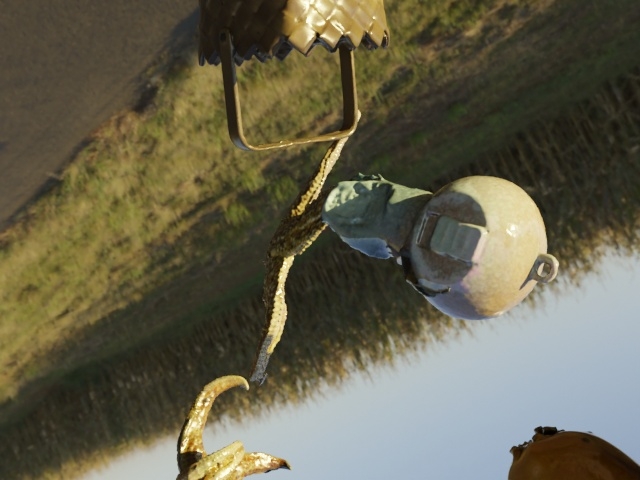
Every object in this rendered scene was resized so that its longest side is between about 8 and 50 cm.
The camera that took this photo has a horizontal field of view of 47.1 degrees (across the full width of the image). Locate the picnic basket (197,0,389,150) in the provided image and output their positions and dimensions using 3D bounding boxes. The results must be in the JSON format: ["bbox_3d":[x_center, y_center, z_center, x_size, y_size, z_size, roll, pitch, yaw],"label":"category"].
[{"bbox_3d":[-0.045,-0.313,1.173,0.254,0.321,0.291,-15,-163,-40],"label":"picnic basket"}]

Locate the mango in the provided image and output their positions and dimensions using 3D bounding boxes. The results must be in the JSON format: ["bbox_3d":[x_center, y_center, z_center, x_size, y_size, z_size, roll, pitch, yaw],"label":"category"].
[{"bbox_3d":[0.352,0.363,0.915,0.201,0.287,0.153,-34,158,-15],"label":"mango"}]

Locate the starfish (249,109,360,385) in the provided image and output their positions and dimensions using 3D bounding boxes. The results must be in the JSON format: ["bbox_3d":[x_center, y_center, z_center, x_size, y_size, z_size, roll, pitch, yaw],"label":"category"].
[{"bbox_3d":[-0.010,-0.007,1.292,0.384,0.132,0.398,-54,-174,29],"label":"starfish"}]

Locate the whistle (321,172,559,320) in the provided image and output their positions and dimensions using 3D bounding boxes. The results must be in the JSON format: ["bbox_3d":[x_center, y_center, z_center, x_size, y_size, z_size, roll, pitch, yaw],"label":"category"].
[{"bbox_3d":[0.152,-0.006,0.955,0.347,0.189,0.189,21,-152,40],"label":"whistle"}]

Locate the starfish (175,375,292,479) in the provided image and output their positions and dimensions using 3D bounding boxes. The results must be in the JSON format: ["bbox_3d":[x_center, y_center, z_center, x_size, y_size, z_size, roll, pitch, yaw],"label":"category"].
[{"bbox_3d":[-0.069,0.224,0.638,0.074,0.190,0.146,-19,-162,4],"label":"starfish"}]
